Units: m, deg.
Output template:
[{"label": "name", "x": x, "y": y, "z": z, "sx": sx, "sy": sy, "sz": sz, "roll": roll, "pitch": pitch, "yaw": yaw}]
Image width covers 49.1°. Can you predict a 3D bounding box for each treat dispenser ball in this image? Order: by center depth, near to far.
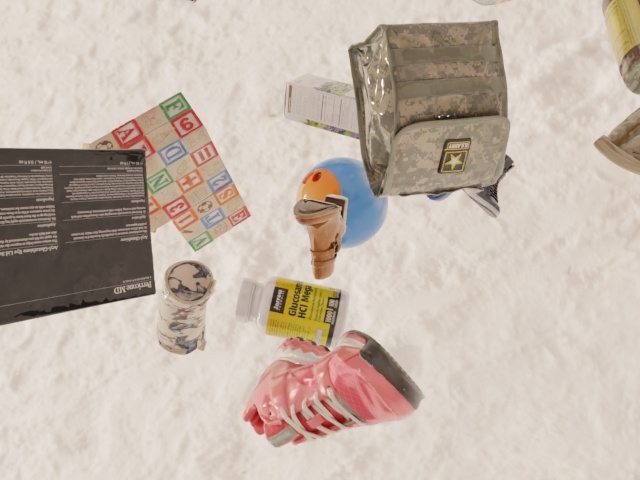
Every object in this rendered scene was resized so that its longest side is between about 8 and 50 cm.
[{"label": "treat dispenser ball", "x": 0.067, "y": -0.117, "z": 2.187, "sx": 0.288, "sy": 0.288, "sz": 0.288, "roll": -10, "pitch": 66, "yaw": 23}]

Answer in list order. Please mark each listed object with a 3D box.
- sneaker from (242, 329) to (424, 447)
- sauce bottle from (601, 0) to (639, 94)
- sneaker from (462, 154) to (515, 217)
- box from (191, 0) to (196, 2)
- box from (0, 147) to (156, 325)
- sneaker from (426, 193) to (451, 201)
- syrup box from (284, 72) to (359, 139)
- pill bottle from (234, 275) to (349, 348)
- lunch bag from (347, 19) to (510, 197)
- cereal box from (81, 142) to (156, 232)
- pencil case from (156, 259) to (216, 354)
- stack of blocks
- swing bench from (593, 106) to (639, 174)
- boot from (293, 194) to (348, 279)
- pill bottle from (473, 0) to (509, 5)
[{"label": "sneaker", "x": 0.004, "y": 0.194, "z": 0.820, "sx": 0.136, "sy": 0.116, "sz": 0.314, "roll": -47, "pitch": 12, "yaw": -25}, {"label": "sauce bottle", "x": 0.595, "y": -0.421, "z": 1.318, "sx": 0.112, "sy": 0.111, "sz": 0.344, "roll": -11, "pitch": 50, "yaw": 22}, {"label": "sneaker", "x": 0.492, "y": -0.168, "z": 1.992, "sx": 0.163, "sy": 0.086, "sz": 0.226, "roll": -44, "pitch": 27, "yaw": 12}, {"label": "box", "x": -0.213, "y": -0.557, "z": 0.950, "sx": 0.318, "sy": 0.395, "sz": 0.097, "roll": -54, "pitch": 10, "yaw": -35}, {"label": "box", "x": -0.321, "y": -0.009, "z": 0.788, "sx": 0.103, "sy": 0.261, "sz": 0.184, "roll": -3, "pitch": 93, "yaw": 36}, {"label": "sneaker", "x": 0.349, "y": -0.186, "z": 1.708, "sx": 0.081, "sy": 0.090, "sz": 0.232, "roll": 42, "pitch": 101, "yaw": 35}, {"label": "syrup box", "x": 0.038, "y": -0.314, "z": 1.648, "sx": 0.237, "sy": 0.093, "sz": 0.096, "roll": 19, "pitch": 123, "yaw": 24}, {"label": "pill bottle", "x": -0.088, "y": 0.215, "z": 2.178, "sx": 0.334, "sy": 0.188, "sz": 0.187, "roll": 11, "pitch": 73, "yaw": -1}, {"label": "lunch bag", "x": 0.192, "y": -0.216, "z": 1.204, "sx": 0.169, "sy": 0.236, "sz": 0.286, "roll": 176, "pitch": 86, "yaw": -69}, {"label": "cereal box", "x": -0.506, "y": -0.129, "z": 1.772, "sx": 0.047, "sy": 0.240, "sz": 0.172, "roll": 14, "pitch": 88, "yaw": 48}, {"label": "pencil case", "x": -0.451, "y": 0.232, "z": 2.356, "sx": 0.184, "sy": 0.410, "sz": 0.159, "roll": 12, "pitch": 53, "yaw": -8}, {"label": "stack of blocks", "x": -0.247, "y": -0.096, "z": 1.209, "sx": 0.171, "sy": 0.297, "sz": 0.087, "roll": -32, "pitch": 62, "yaw": -6}, {"label": "swing bench", "x": 0.566, "y": -0.227, "z": 1.002, "sx": 0.165, "sy": 0.254, "sz": 0.253, "roll": 39, "pitch": 52, "yaw": 21}, {"label": "boot", "x": 0.000, "y": 0.000, "z": 1.296, "sx": 0.073, "sy": 0.197, "sz": 0.152, "roll": 15, "pitch": 104, "yaw": 23}, {"label": "pill bottle", "x": 0.322, "y": -0.415, "z": 0.912, "sx": 0.279, "sy": 0.162, "sz": 0.162, "roll": -17, "pitch": 60, "yaw": -8}]
